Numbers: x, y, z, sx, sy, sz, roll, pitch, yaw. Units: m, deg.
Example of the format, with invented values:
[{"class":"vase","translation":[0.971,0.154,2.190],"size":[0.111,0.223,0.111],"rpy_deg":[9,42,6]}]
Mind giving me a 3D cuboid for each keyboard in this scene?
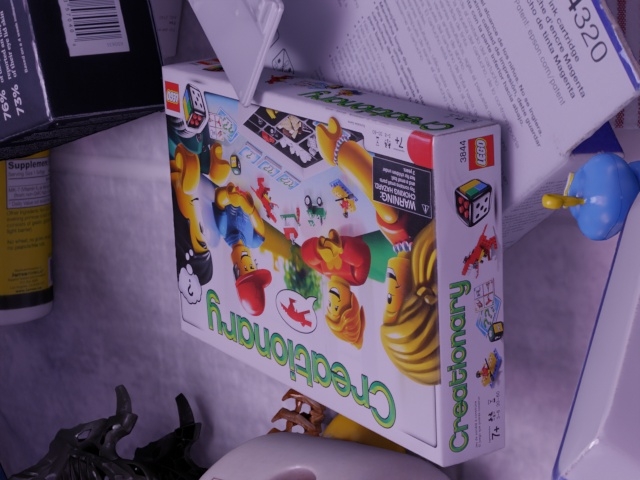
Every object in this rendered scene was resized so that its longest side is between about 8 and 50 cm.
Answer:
[{"class":"keyboard","translation":[-0.072,-0.181,1.063],"size":[0.256,0.014,0.072],"rpy_deg":[-117,36,-50]}]

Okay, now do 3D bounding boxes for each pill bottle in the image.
[{"class":"pill bottle","translation":[-0.285,-0.039,1.346],"size":[0.119,0.119,0.208],"rpy_deg":[6,100,45]}]

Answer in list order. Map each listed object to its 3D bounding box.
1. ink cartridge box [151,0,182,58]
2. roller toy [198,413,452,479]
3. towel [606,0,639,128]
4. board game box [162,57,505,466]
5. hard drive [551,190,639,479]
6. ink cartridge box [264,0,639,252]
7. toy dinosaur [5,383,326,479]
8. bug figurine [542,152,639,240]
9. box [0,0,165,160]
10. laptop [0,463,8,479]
[{"class":"ink cartridge box","translation":[-0.168,-0.245,1.227],"size":[0.140,0.082,0.190],"rpy_deg":[24,111,41]},{"class":"roller toy","translation":[-0.002,0.221,1.040],"size":[0.146,0.191,0.209],"rpy_deg":[5,99,46]},{"class":"towel","translation":[0.187,-0.135,0.921],"size":[0.197,0.029,0.144],"rpy_deg":[6,100,42]},{"class":"board game box","translation":[0.000,0.000,1.007],"size":[0.305,0.053,0.192],"rpy_deg":[20,118,54]},{"class":"hard drive","translation":[0.251,0.112,0.652],"size":[0.319,0.210,0.040],"rpy_deg":[33,125,-2]},{"class":"ink cartridge box","translation":[0.058,-0.154,0.975],"size":[0.330,0.071,0.324],"rpy_deg":[-42,65,53]},{"class":"toy dinosaur","translation":[-0.091,0.225,1.176],"size":[0.322,0.164,0.218],"rpy_deg":[-44,57,-9]},{"class":"bug figurine","translation":[0.217,-0.109,0.764],"size":[0.072,0.216,0.279],"rpy_deg":[-137,52,-62]},{"class":"box","translation":[-0.220,-0.143,1.160],"size":[0.207,0.108,0.153],"rpy_deg":[-11,91,48]},{"class":"laptop","translation":[-0.297,0.142,1.242],"size":[0.382,0.236,0.408],"rpy_deg":[61,144,20]}]
